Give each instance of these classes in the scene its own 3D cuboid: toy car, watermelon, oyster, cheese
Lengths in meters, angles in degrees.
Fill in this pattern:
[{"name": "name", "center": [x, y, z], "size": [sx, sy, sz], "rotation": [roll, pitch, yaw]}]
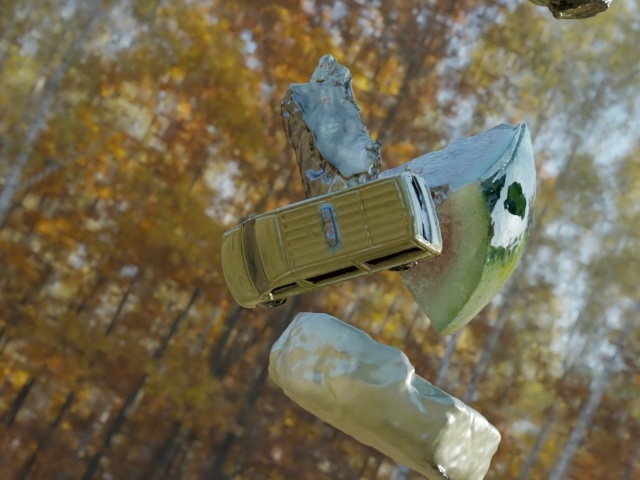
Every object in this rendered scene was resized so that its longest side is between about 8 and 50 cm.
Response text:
[{"name": "toy car", "center": [0.000, 0.000, 1.592], "size": [0.257, 0.101, 0.124], "rotation": [-16, -12, 16]}, {"name": "watermelon", "center": [0.189, -0.029, 2.054], "size": [0.232, 0.310, 0.193], "rotation": [21, 23, -3]}, {"name": "oyster", "center": [0.016, -0.121, 1.914], "size": [0.110, 0.341, 0.166], "rotation": [-10, -28, -7]}, {"name": "cheese", "center": [0.086, 0.213, 1.864], "size": [0.326, 0.115, 0.318], "rotation": [30, -9, -7]}]

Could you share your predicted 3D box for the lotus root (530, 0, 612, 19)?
[{"name": "lotus root", "center": [0.314, -0.445, 1.854], "size": [0.173, 0.309, 0.173], "rotation": [-4, -4, 0]}]
